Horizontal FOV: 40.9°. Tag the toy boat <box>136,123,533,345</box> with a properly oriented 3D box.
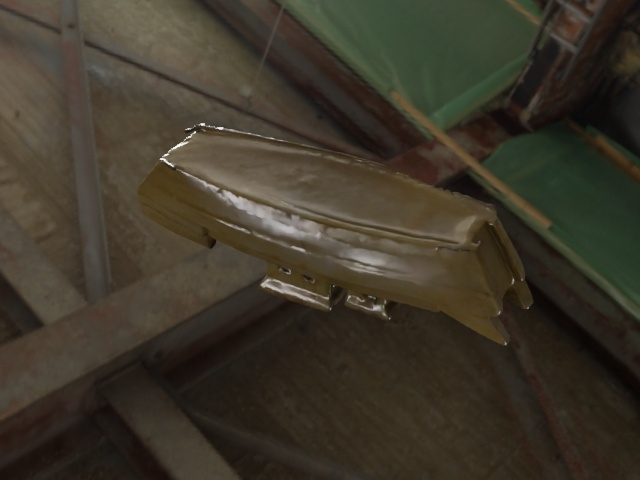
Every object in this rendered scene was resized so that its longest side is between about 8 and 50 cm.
[{"bbox_3d":[0.000,0.000,0.419,0.206,0.072,0.064,20,-134,24],"label":"toy boat"}]
